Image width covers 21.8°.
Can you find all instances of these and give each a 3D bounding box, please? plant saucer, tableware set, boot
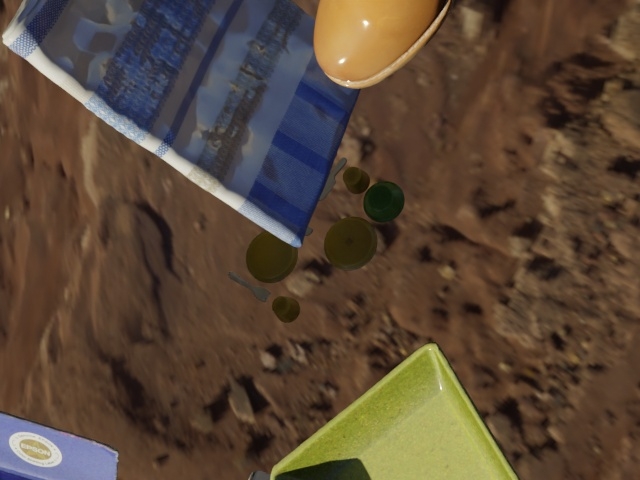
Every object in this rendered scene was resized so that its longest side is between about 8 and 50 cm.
[{"bbox_3d":[0.072,0.210,1.335,0.188,0.188,0.045,-40,144,15],"label":"plant saucer"},{"bbox_3d":[0.000,0.000,1.444,0.104,0.024,0.154,34,87,24],"label":"tableware set"},{"bbox_3d":[0.021,-0.159,0.833,0.073,0.152,0.197,38,115,19],"label":"boot"}]

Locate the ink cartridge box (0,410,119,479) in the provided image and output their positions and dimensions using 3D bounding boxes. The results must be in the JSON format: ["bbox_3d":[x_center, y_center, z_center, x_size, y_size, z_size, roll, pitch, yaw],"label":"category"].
[{"bbox_3d":[-0.332,0.239,1.380,0.324,0.071,0.330,16,141,5],"label":"ink cartridge box"}]

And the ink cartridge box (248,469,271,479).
[{"bbox_3d":[-0.018,0.373,1.479,0.211,0.121,0.289,22,122,-3],"label":"ink cartridge box"}]

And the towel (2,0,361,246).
[{"bbox_3d":[-0.094,-0.148,1.297,0.285,0.034,0.209,36,51,-19],"label":"towel"}]
